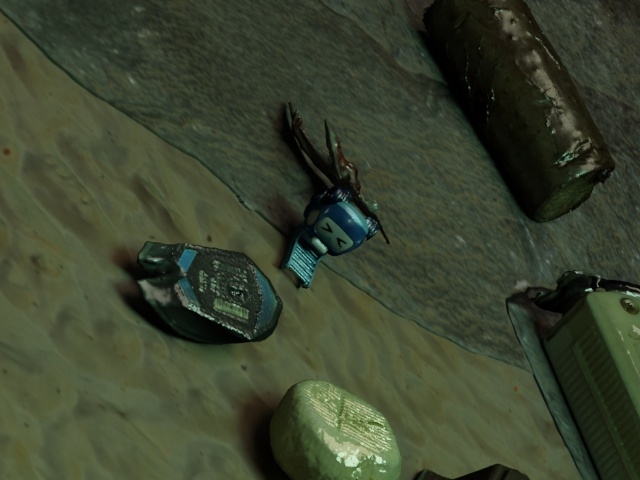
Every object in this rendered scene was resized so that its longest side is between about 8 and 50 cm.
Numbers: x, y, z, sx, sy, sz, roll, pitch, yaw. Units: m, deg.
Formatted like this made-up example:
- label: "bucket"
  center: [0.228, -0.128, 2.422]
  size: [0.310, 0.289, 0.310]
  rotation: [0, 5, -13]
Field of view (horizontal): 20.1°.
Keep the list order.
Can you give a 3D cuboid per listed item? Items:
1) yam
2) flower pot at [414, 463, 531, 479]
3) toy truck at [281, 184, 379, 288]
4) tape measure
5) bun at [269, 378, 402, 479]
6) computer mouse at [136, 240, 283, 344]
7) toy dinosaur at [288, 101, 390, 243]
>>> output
- label: "yam"
  center: [0.230, -0.167, 2.065]
  size: [0.131, 0.131, 0.280]
  rotation: [-2, 60, -58]
- label: "flower pot"
  center: [0.138, 0.274, 1.449]
  size: [0.179, 0.084, 0.251]
  rotation: [52, 27, -4]
- label: "toy truck"
  center: [0.000, 0.000, 1.581]
  size: [0.056, 0.090, 0.073]
  rotation: [44, -16, -15]
- label: "tape measure"
  center: [0.372, 0.147, 1.849]
  size: [0.231, 0.133, 0.271]
  rotation: [-3, 55, -33]
- label: "bun"
  center: [0.007, 0.161, 1.394]
  size: [0.115, 0.069, 0.115]
  rotation: [30, 17, -10]
- label: "computer mouse"
  center: [-0.092, 0.045, 1.400]
  size: [0.135, 0.047, 0.079]
  rotation: [20, 48, -33]
- label: "toy dinosaur"
  center: [0.020, -0.063, 1.673]
  size: [0.220, 0.032, 0.108]
  rotation: [52, -6, 40]
